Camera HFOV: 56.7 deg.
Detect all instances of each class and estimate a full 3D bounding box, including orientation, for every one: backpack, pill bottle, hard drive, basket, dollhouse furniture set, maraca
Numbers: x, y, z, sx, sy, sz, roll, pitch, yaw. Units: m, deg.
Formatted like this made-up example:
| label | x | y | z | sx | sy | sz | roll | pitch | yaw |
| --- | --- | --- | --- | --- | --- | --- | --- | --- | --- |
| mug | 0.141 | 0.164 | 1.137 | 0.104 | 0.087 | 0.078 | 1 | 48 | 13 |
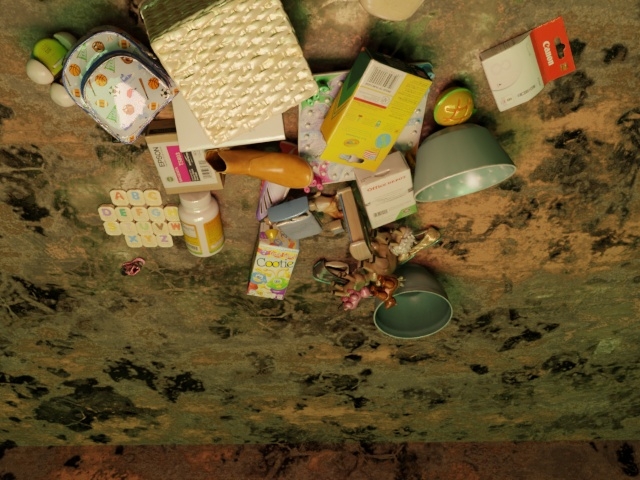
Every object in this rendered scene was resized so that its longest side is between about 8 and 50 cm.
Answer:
| label | x | y | z | sx | sy | sz | roll | pitch | yaw |
| --- | --- | --- | --- | --- | --- | --- | --- | --- | --- |
| backpack | -0.531 | -0.412 | 1.544 | 0.276 | 0.213 | 0.263 | -47 | 118 | 1 |
| pill bottle | -0.405 | -0.073 | 2.003 | 0.136 | 0.137 | 0.246 | -1 | 136 | 0 |
| hard drive | -0.264 | -0.373 | 1.695 | 0.307 | 0.040 | 0.203 | -6 | 99 | 5 |
| basket | -0.221 | -0.468 | 1.458 | 0.331 | 0.267 | 0.328 | -26 | 129 | 4 |
| dollhouse furniture set | 0.000 | 0.000 | 1.947 | 0.303 | 0.198 | 0.286 | -16 | 155 | 9 |
| maraca | 0.396 | -0.381 | 1.737 | 0.127 | 0.099 | 0.185 | -34 | 150 | 15 |

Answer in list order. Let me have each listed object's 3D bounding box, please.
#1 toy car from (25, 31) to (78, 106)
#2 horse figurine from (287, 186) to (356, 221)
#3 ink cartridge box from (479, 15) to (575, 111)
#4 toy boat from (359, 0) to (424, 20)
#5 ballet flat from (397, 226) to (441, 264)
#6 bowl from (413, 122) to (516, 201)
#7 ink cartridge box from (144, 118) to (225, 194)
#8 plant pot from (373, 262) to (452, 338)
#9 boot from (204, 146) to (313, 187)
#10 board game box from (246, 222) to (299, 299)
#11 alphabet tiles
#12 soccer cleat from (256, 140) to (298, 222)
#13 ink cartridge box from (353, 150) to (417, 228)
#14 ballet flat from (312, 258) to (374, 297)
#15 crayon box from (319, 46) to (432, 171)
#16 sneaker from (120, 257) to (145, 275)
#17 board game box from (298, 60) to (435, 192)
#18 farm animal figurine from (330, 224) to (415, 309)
| label | x | y | z | sx | sy | sz | roll | pitch | yaw |
| --- | --- | --- | --- | --- | --- | --- | --- | --- | --- |
| toy car | -0.709 | -0.464 | 1.614 | 0.136 | 0.159 | 0.182 | 11 | 151 | 44 |
| horse figurine | -0.004 | -0.130 | 1.983 | 0.263 | 0.066 | 0.174 | 1 | 157 | -24 |
| ink cartridge box | 0.584 | -0.488 | 1.660 | 0.232 | 0.066 | 0.189 | -18 | 133 | 22 |
| toy boat | 0.138 | -0.680 | 1.408 | 0.317 | 0.148 | 0.267 | 11 | 140 | -23 |
| ballet flat | 0.347 | 0.013 | 2.171 | 0.206 | 0.073 | 0.067 | -38 | 98 | 28 |
| bowl | 0.410 | -0.241 | 1.781 | 0.311 | 0.163 | 0.311 | -14 | 169 | -3 |
| ink cartridge box | -0.415 | -0.262 | 1.846 | 0.193 | 0.088 | 0.235 | -6 | 136 | 3 |
| plant pot | 0.342 | 0.212 | 2.268 | 0.292 | 0.196 | 0.293 | 0 | 135 | 0 |
| boot | -0.187 | -0.211 | 1.739 | 0.211 | 0.295 | 0.104 | -10 | 114 | -47 |
| board game box | -0.173 | 0.067 | 2.147 | 0.141 | 0.144 | 0.275 | 10 | 134 | -10 |
| alphabet tiles | -0.625 | -0.071 | 2.085 | 0.283 | 0.021 | 0.278 | 0 | 135 | -1 |
| soccer cleat | -0.146 | -0.190 | 1.924 | 0.116 | 0.109 | 0.318 | 29 | 127 | -13 |
| ink cartridge box | 0.205 | -0.156 | 1.850 | 0.160 | 0.093 | 0.219 | -20 | 143 | 1 |
| ballet flat | 0.106 | 0.142 | 2.270 | 0.280 | 0.095 | 0.096 | 18 | 121 | -19 |
| crayon box | 0.136 | -0.349 | 1.631 | 0.202 | 0.081 | 0.319 | 10 | 129 | -29 |
| sneaker | -0.716 | 0.111 | 2.243 | 0.119 | 0.057 | 0.047 | -28 | 131 | 27 |
| board game box | 0.128 | -0.323 | 1.754 | 0.389 | 0.050 | 0.390 | -10 | 137 | -12 |
| farm animal figurine | 0.206 | 0.108 | 2.109 | 0.172 | 0.327 | 0.330 | 19 | 171 | -30 |
